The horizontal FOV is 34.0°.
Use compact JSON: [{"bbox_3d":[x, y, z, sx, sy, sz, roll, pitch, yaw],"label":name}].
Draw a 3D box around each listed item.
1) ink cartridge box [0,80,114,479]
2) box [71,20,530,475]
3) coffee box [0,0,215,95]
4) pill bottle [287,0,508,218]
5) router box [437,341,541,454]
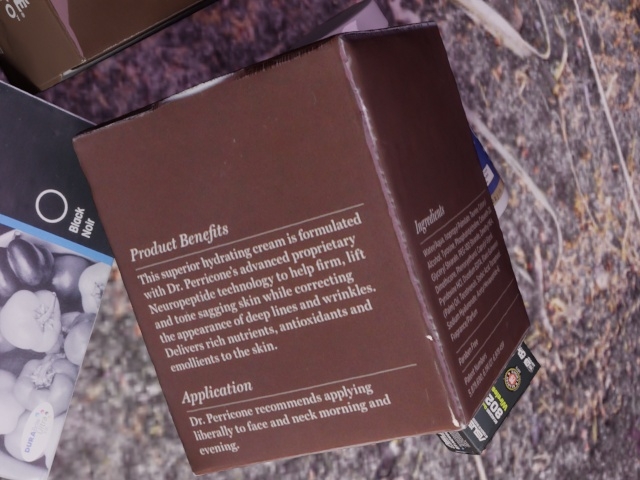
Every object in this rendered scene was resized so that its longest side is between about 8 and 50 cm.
[{"bbox_3d":[-0.215,0.005,0.556,0.208,0.045,0.206,23,73,-30],"label":"ink cartridge box"},{"bbox_3d":[0.000,0.000,0.598,0.167,0.168,0.203,-31,104,-63],"label":"box"},{"bbox_3d":[-0.097,-0.204,0.625,0.246,0.098,0.141,-38,106,-32],"label":"coffee box"},{"bbox_3d":[0.050,-0.075,0.718,0.094,0.094,0.169,-44,110,-30],"label":"pill bottle"},{"bbox_3d":[0.099,0.083,0.770,0.092,0.038,0.122,-48,112,-28],"label":"router box"}]
